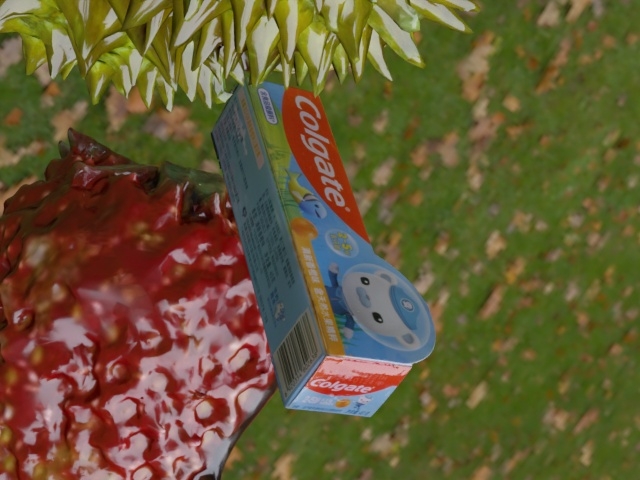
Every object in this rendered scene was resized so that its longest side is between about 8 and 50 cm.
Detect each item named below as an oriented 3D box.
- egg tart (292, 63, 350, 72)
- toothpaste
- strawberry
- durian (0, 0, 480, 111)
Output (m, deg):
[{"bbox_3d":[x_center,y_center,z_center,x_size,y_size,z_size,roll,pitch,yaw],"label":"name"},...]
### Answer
[{"bbox_3d":[-0.010,-0.252,1.135,0.215,0.215,0.171,-45,174,-15],"label":"egg tart"},{"bbox_3d":[0.000,0.000,0.719,0.070,0.193,0.044,10,133,-29],"label":"toothpaste"},{"bbox_3d":[-0.143,0.078,0.841,0.306,0.233,0.138,-66,151,-15],"label":"strawberry"},{"bbox_3d":[-0.019,-0.175,0.391,0.224,0.291,0.291,35,92,-33],"label":"durian"}]
